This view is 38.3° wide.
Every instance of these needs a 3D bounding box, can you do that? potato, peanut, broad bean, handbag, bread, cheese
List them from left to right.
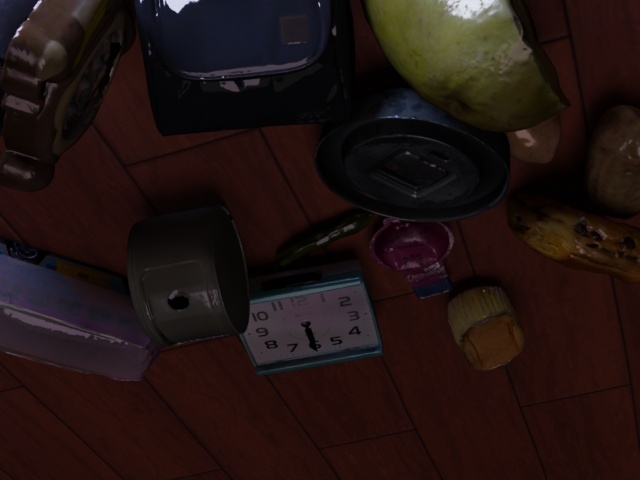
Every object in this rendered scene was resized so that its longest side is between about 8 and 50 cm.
[{"bbox_3d":[-0.102,-0.278,1.260,0.302,0.177,0.275,-3,138,1],"label":"handbag"},{"bbox_3d":[-0.004,0.000,1.668,0.227,0.039,0.069,-28,165,29],"label":"broad bean"},{"bbox_3d":[0.178,0.028,1.691,0.155,0.062,0.244,-17,137,16],"label":"cheese"},{"bbox_3d":[0.179,-0.258,1.226,0.213,0.280,0.330,-25,134,19],"label":"potato"},{"bbox_3d":[0.325,0.166,1.816,0.132,0.114,0.190,-22,144,6],"label":"bread"},{"bbox_3d":[0.316,-0.184,1.442,0.147,0.112,0.112,31,128,-23],"label":"potato"},{"bbox_3d":[0.441,-0.002,1.559,0.211,0.235,0.099,17,97,-21],"label":"bread"},{"bbox_3d":[0.501,-0.119,1.506,0.137,0.122,0.253,-27,143,-16],"label":"peanut"}]

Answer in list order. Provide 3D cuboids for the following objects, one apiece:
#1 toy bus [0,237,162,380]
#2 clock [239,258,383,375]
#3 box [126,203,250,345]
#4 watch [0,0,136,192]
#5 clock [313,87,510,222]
[{"bbox_3d":[-0.467,0.146,1.713,0.386,0.162,0.171,19,132,-23],"label":"toy bus"},{"bbox_3d":[-0.027,0.136,1.771,0.262,0.116,0.231,-12,132,8],"label":"clock"},{"bbox_3d":[-0.221,0.061,1.585,0.149,0.226,0.226,-11,137,8],"label":"box"},{"bbox_3d":[-0.430,-0.280,1.161,0.327,0.314,0.335,26,156,-4],"label":"watch"},{"bbox_3d":[0.144,-0.127,1.450,0.313,0.061,0.312,9,154,4],"label":"clock"}]
